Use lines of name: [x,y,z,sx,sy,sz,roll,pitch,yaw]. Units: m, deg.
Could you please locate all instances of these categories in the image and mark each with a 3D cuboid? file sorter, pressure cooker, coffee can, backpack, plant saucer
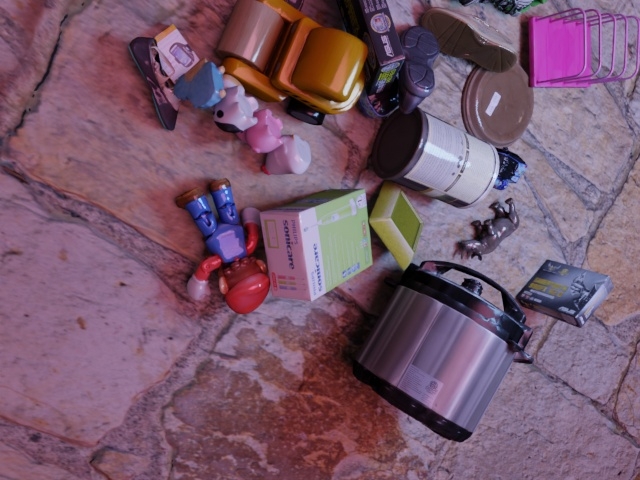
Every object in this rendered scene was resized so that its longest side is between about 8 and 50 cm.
file sorter: [0.791,-0.573,1.654,0.291,0.182,0.202,-10,100,-32]
pressure cooker: [0.334,0.272,1.485,0.370,0.375,0.420,33,84,-25]
coffee can: [0.306,-0.217,1.478,0.275,0.201,0.201,17,91,-29]
backpack: [0.511,-0.213,1.620,0.173,0.158,0.116,11,103,-40]
plant saucer: [0.218,-0.048,1.497,0.188,0.045,0.188,52,40,-25]
backpack: [0.151,-0.375,1.435,0.114,0.084,0.105,-47,114,-20]
plant saucer: [0.542,-0.409,1.659,0.278,0.041,0.277,-6,102,-26]

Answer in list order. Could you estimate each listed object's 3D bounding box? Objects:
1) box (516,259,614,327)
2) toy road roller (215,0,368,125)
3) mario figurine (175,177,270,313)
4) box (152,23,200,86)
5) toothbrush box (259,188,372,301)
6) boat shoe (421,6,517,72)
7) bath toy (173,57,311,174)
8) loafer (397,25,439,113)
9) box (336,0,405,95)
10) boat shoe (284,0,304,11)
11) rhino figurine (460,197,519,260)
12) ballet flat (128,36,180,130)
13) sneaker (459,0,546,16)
box: [0.780,0.165,1.777,0.183,0.231,0.056,-45,119,-13]
toy road roller: [-0.044,-0.408,1.240,0.330,0.241,0.202,23,88,-29]
mario figurine: [-0.229,0.024,1.316,0.198,0.170,0.320,-18,98,14]
box: [-0.315,-0.395,1.224,0.081,0.028,0.136,-43,117,-14]
toothbrush box: [0.000,0.000,1.342,0.283,0.122,0.206,-27,114,-52]
boat shoe: [0.411,-0.570,1.536,0.302,0.109,0.098,18,54,-18]
bath toy: [-0.162,-0.257,1.251,0.348,0.129,0.151,37,41,-45]
loafer: [0.234,-0.440,1.413,0.109,0.095,0.302,21,48,-10]
box: [0.108,-0.497,1.275,0.060,0.216,0.270,-18,89,-3]
boat shoe: [-0.057,-0.633,1.292,0.075,0.065,0.206,2,98,-28]
rhino figurine: [0.518,-0.019,1.699,0.243,0.073,0.106,-40,112,-14]
ballet flat: [-0.337,-0.335,1.183,0.074,0.074,0.203,-29,118,-20]
sneaker: [0.528,-0.698,1.546,0.344,0.134,0.146,-21,110,-23]
